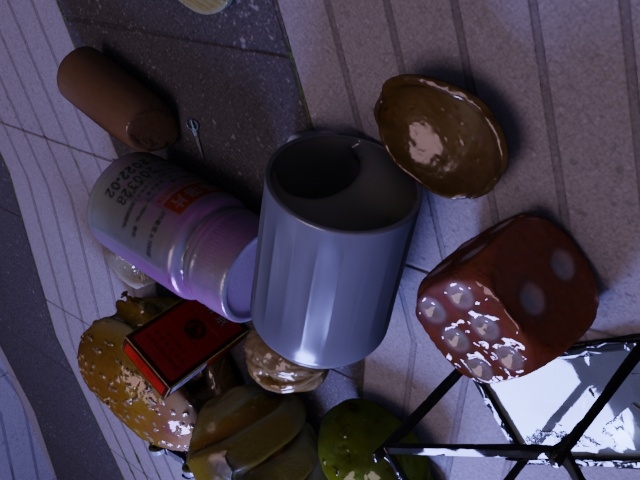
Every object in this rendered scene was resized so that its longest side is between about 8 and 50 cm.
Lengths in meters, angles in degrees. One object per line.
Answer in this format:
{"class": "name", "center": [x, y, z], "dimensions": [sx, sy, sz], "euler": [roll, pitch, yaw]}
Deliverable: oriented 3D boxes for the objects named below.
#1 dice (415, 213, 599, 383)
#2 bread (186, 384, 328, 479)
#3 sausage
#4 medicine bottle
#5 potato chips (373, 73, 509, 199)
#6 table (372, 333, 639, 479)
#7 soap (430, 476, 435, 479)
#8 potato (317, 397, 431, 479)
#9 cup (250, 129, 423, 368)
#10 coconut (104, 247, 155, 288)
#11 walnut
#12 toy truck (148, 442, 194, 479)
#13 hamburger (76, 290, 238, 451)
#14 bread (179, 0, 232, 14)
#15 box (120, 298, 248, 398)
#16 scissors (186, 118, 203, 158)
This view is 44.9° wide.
{"class": "dice", "center": [0.252, 0.079, 1.055], "dimensions": [0.175, 0.179, 0.174], "euler": [57, 144, 1]}
{"class": "bread", "center": [-0.143, 0.492, 1.709], "dimensions": [0.300, 0.210, 0.341], "euler": [-14, 104, 10]}
{"class": "sausage", "center": [-0.403, -0.276, 1.546], "dimensions": [0.253, 0.123, 0.123], "euler": [36, 140, 22]}
{"class": "medicine bottle", "center": [-0.256, -0.011, 1.505], "dimensions": [0.388, 0.219, 0.219], "euler": [28, 136, 32]}
{"class": "potato chips", "center": [0.171, -0.149, 1.060], "dimensions": [0.208, 0.062, 0.195], "euler": [7, 128, 44]}
{"class": "table", "center": [0.305, 0.311, 1.095], "dimensions": [0.335, 0.272, 0.222], "euler": [-20, 102, 52]}
{"class": "soap", "center": [0.192, 0.501, 1.558], "dimensions": [0.089, 0.045, 0.140], "euler": [42, 142, 21]}
{"class": "potato", "center": [0.101, 0.420, 1.491], "dimensions": [0.186, 0.148, 0.253], "euler": [-47, 54, 20]}
{"class": "cup", "center": [0.000, 0.000, 1.251], "dimensions": [0.327, 0.236, 0.323], "euler": [99, 154, -44]}
{"class": "coconut", "center": [-0.403, 0.026, 1.748], "dimensions": [0.161, 0.161, 0.162], "euler": [42, 162, 16]}
{"class": "walnut", "center": [-0.062, 0.232, 1.542], "dimensions": [0.184, 0.155, 0.155], "euler": [9, 124, 41]}
{"class": "toy truck", "center": [-0.323, 0.512, 2.025], "dimensions": [0.367, 0.175, 0.146], "euler": [14, 126, 41]}
{"class": "hamburger", "center": [-0.397, 0.283, 1.866], "dimensions": [0.445, 0.268, 0.287], "euler": [38, 136, 23]}
{"class": "bread", "center": [-0.204, -0.432, 1.277], "dimensions": [0.193, 0.036, 0.112], "euler": [31, 142, 23]}
{"class": "box", "center": [-0.296, 0.218, 1.709], "dimensions": [0.153, 0.240, 0.074], "euler": [44, 140, 14]}
{"class": "scissors", "center": [-0.242, -0.200, 1.521], "dimensions": [0.036, 0.006, 0.083], "euler": [9, 124, 42]}
